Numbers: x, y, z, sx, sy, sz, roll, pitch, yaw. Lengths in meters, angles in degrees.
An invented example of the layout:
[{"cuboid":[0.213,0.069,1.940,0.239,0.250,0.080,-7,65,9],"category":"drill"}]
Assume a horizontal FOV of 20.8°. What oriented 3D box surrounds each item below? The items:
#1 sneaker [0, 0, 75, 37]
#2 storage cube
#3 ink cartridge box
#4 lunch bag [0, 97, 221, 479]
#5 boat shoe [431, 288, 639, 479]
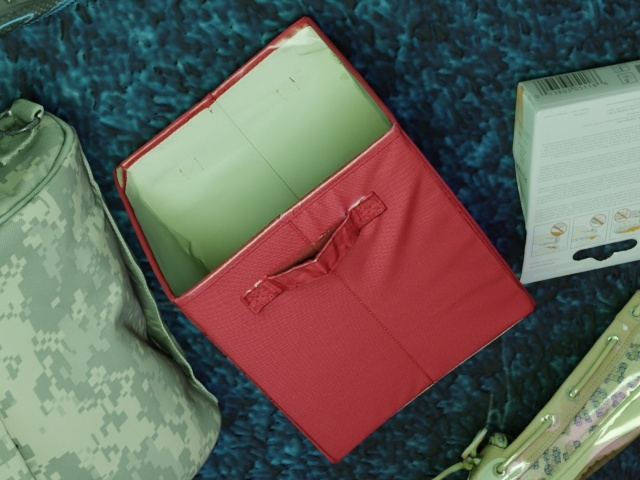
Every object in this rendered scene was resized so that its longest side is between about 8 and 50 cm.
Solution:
[{"cuboid":[-0.258,-0.143,1.082,0.341,0.139,0.125,-22,88,-6],"category":"sneaker"},{"cuboid":[0.000,0.000,1.201,0.183,0.215,0.193,-39,125,4],"category":"storage cube"},{"cuboid":[0.220,-0.055,1.345,0.145,0.045,0.179,-11,136,-11],"category":"ink cartridge box"},{"cuboid":[-0.221,0.087,1.178,0.256,0.212,0.305,-34,124,-17],"category":"lunch bag"},{"cuboid":[0.182,0.159,1.404,0.285,0.104,0.089,-39,82,-1],"category":"boat shoe"}]
